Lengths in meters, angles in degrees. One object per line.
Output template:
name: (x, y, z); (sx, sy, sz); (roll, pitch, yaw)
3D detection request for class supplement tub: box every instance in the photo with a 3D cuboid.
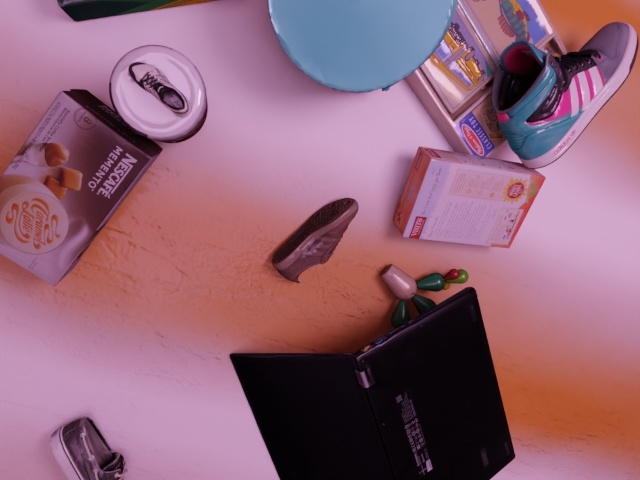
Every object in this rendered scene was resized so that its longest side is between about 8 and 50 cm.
supplement tub: (-0.221, -0.199, 0.627); (0.117, 0.190, 0.116); (-3, 102, -13)

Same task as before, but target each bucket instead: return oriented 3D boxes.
bucket: (0.054, -0.347, 0.630); (0.281, 0.183, 0.281); (1, 115, 1)

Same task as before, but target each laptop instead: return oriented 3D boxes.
laptop: (0.108, 0.319, 0.836); (0.408, 0.236, 0.381); (-24, 106, -22)

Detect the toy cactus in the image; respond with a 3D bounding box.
toy cactus: (0.189, 0.122, 0.846); (0.180, 0.112, 0.219); (43, 97, -8)

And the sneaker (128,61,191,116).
sneaker: (-0.189, -0.182, 0.518); (0.083, 0.037, 0.032); (36, 93, -16)

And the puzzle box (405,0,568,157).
puzzle box: (0.259, -0.376, 0.784); (0.272, 0.052, 0.409); (-42, 107, -2)

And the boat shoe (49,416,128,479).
boat shoe: (-0.380, 0.409, 0.764); (0.070, 0.078, 0.219); (-27, 104, -6)

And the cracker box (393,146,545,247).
cracker box: (0.270, -0.076, 0.811); (0.232, 0.067, 0.155); (6, 122, -16)

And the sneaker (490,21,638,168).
sneaker: (0.400, -0.292, 0.750); (0.178, 0.124, 0.295); (36, 89, -25)

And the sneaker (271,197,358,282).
sneaker: (0.000, 0.000, 0.796); (0.188, 0.066, 0.071); (-38, 124, 1)

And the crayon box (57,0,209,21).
crayon box: (-0.234, -0.457, 0.632); (0.319, 0.081, 0.202); (-16, 103, -11)

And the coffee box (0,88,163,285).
coffee box: (-0.368, -0.078, 0.644); (0.141, 0.098, 0.246); (39, 99, -18)
